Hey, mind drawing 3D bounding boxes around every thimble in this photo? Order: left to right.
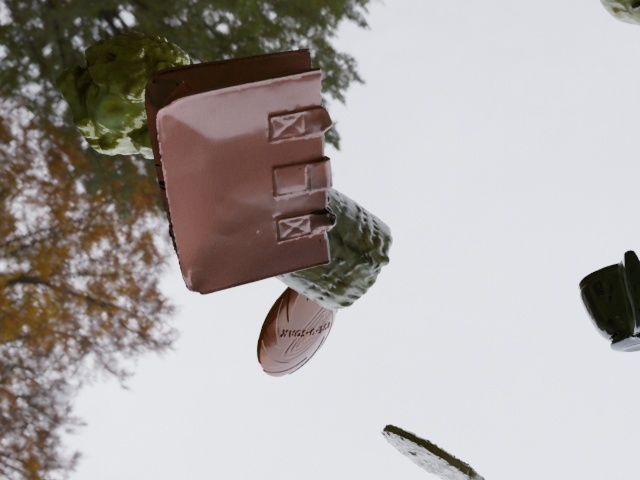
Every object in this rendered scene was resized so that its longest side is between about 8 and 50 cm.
[{"bbox_3d":[0.000,0.000,1.053,0.137,0.143,0.190,-59,-169,-10],"label":"thimble"}]

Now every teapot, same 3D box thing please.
[{"bbox_3d":[0.403,0.083,1.074,0.111,0.149,0.108,2,-118,-16],"label":"teapot"}]

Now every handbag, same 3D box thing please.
[{"bbox_3d":[-0.065,-0.058,0.758,0.157,0.212,0.059,-13,-141,-12],"label":"handbag"}]

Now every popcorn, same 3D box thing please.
[{"bbox_3d":[-0.330,-0.252,1.483,0.256,0.255,0.195,-43,-147,36],"label":"popcorn"}]

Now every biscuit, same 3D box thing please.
[{"bbox_3d":[0.139,0.270,1.029,0.152,0.152,0.020,18,-113,38],"label":"biscuit"}]

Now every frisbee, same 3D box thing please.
[{"bbox_3d":[-0.027,0.142,1.375,0.035,0.192,0.192,28,-105,33],"label":"frisbee"}]

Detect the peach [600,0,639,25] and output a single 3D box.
[{"bbox_3d":[0.443,-0.377,1.035,0.214,0.214,0.235,24,-108,39],"label":"peach"}]
